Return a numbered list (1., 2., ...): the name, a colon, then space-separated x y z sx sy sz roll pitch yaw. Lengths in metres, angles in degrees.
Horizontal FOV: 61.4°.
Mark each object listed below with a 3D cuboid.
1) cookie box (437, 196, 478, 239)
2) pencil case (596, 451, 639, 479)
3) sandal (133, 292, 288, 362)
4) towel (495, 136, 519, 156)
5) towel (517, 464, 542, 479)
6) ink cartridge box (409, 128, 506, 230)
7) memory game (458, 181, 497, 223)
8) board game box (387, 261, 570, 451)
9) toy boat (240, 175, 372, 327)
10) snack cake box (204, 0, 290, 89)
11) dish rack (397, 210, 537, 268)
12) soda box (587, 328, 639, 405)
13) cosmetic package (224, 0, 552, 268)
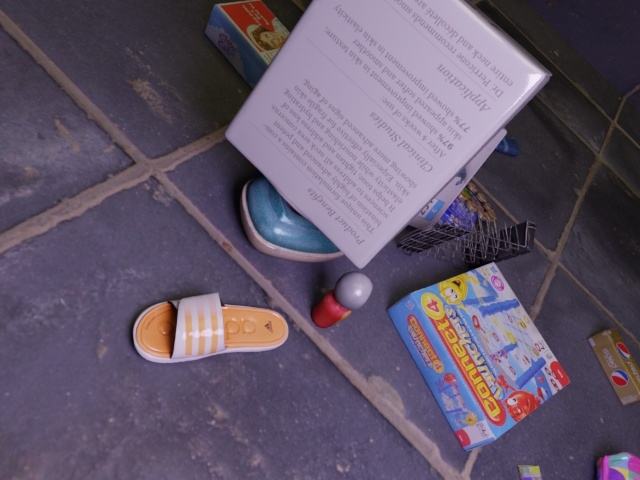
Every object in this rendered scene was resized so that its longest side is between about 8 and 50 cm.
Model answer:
1. cookie box: 0.344 -0.063 1.368 0.092 0.040 0.107 44 44 0
2. pencil case: 0.595 0.540 1.069 0.104 0.104 0.236 40 44 -4
3. sandal: -0.159 0.128 0.859 0.265 0.076 0.102 2 58 -34
4. towel: 0.583 -0.308 1.718 0.119 0.029 0.067 10 55 -29
5. towel: 0.416 0.481 1.047 0.060 0.009 0.083 13 53 -26
6. ink cartridge box: 0.208 -0.181 1.180 0.261 0.296 0.066 20 33 -21
7. memory game: 0.402 -0.117 1.431 0.186 0.012 0.186 33 31 -22
8. board game box: 0.334 0.222 1.124 0.302 0.086 0.308 -14 68 -40
9. toy boat: 0.000 0.000 1.011 0.267 0.148 0.318 -2 60 -35
10. snack cake box: -0.131 -0.444 1.284 0.264 0.089 0.152 50 47 7
11. dish rack: 0.317 -0.003 1.202 0.271 0.208 0.074 13 68 -25
12. soda box: 0.759 0.319 1.366 0.061 0.058 0.181 0 60 -35
13. cosmetic package: 0.122 -0.232 0.920 0.329 0.394 0.327 45 28 5
